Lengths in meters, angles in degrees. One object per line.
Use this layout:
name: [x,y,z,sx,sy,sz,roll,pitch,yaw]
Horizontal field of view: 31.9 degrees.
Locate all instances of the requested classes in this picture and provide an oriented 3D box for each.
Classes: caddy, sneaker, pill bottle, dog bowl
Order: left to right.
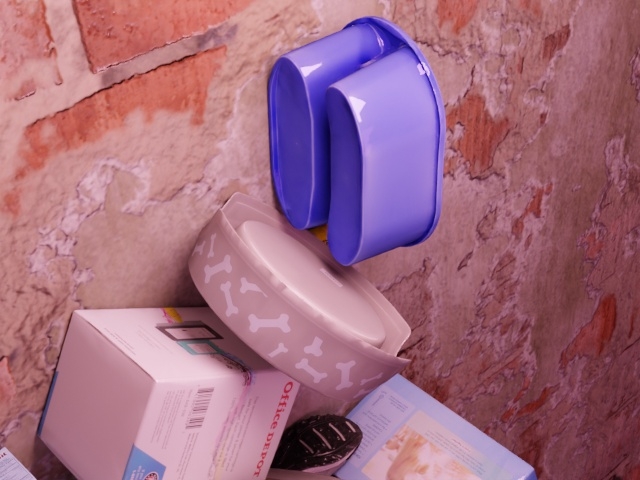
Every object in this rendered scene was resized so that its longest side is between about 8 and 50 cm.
sneaker: [-0.043,0.396,1.912,0.271,0.100,0.108,-34,147,-19]
dog bowl: [-0.029,0.080,1.519,0.102,0.349,0.348,-50,143,11]
pill bottle: [0.000,0.000,1.717,0.083,0.043,0.043,-24,131,-35]
caddy: [0.061,-0.134,1.538,0.179,0.241,0.341,-22,131,-28]

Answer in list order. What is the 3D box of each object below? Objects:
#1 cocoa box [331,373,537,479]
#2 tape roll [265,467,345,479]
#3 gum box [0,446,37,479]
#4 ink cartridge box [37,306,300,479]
cocoa box: [0.195,0.443,1.984,0.231,0.347,0.228,-43,139,-18]
tape roll: [-0.126,0.385,1.579,0.392,0.392,0.072,2,89,-48]
gum box: [-0.364,0.380,1.471,0.041,0.184,0.157,-33,136,-28]
ink cartridge box: [-0.200,0.219,1.527,0.270,0.197,0.198,3,112,-48]
